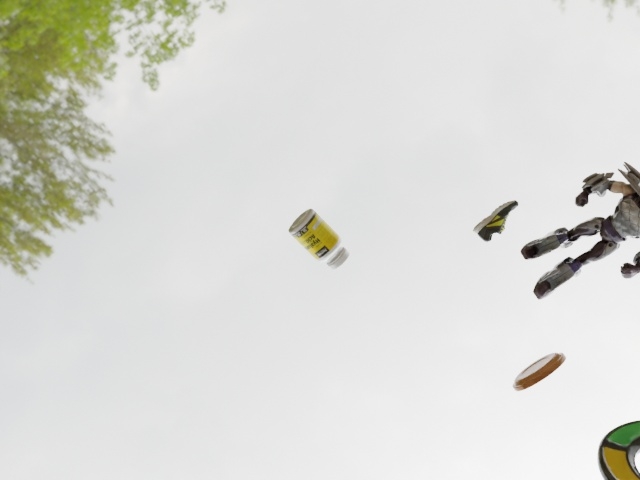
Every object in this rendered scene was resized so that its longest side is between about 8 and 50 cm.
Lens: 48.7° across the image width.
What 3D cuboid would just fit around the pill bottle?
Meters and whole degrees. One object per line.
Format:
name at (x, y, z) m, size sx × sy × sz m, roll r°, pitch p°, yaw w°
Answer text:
pill bottle at (0.000, 0.000, 1.345) m, size 0.065 × 0.116 × 0.065 m, roll -42°, pitch -166°, yaw 13°

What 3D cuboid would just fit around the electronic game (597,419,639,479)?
electronic game at (0.463, 0.289, 0.872) m, size 0.229 × 0.048 × 0.229 m, roll -1°, pitch -162°, yaw 0°

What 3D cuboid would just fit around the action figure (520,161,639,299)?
action figure at (0.463, -0.007, 1.157) m, size 0.285 × 0.099 × 0.185 m, roll -41°, pitch -112°, yaw 47°

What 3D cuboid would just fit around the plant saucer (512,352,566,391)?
plant saucer at (0.299, 0.178, 0.973) m, size 0.083 × 0.083 × 0.013 m, roll -36°, pitch -98°, yaw -4°

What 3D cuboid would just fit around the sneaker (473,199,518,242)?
sneaker at (0.281, -0.030, 1.111) m, size 0.083 × 0.031 × 0.035 m, roll -42°, pitch -104°, yaw 23°
